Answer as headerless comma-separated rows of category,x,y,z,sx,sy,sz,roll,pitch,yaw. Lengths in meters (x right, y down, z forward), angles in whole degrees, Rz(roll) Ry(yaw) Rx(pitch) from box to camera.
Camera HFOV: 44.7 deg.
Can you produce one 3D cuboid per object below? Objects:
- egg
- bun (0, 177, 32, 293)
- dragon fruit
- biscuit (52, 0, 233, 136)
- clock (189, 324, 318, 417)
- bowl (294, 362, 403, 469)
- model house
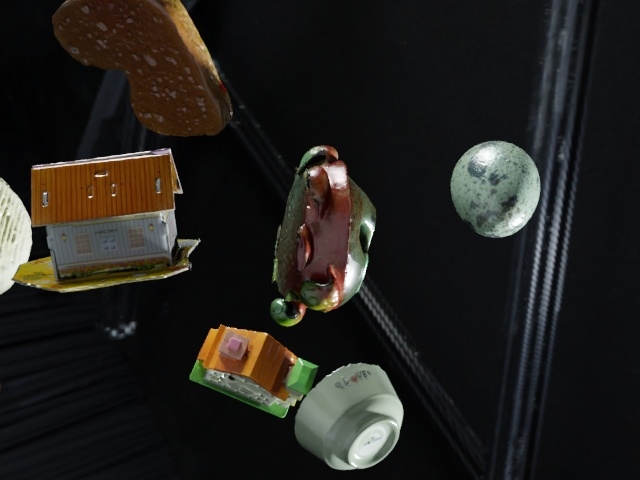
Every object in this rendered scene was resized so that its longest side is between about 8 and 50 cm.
egg,0.263,-0.075,1.173,0.132,0.132,0.172,-53,-164,39
bun,-0.906,-0.008,1.961,0.211,0.360,0.359,-3,-84,19
dragon fruit,0.000,0.000,1.248,0.268,0.130,0.295,-121,-139,-66
biscuit,-0.284,-0.286,1.258,0.262,0.052,0.277,-3,-52,36
clock,-0.131,0.248,1.549,0.255,0.220,0.106,124,-11,-66
bowl,0.068,0.342,1.440,0.112,0.212,0.211,44,-53,46
model house,-0.259,-0.033,0.897,0.207,0.220,0.135,-111,-165,-76
